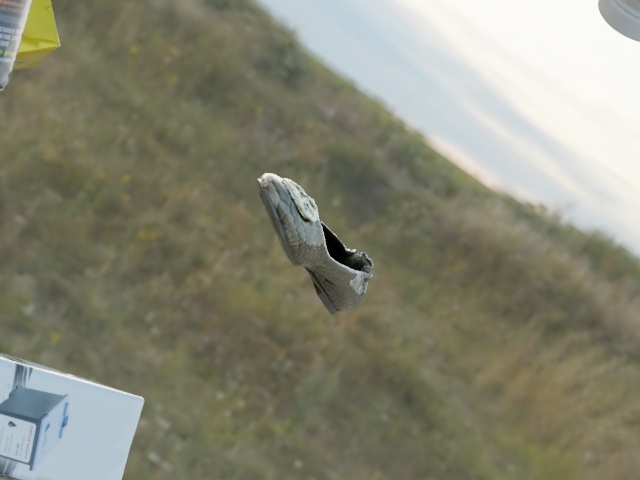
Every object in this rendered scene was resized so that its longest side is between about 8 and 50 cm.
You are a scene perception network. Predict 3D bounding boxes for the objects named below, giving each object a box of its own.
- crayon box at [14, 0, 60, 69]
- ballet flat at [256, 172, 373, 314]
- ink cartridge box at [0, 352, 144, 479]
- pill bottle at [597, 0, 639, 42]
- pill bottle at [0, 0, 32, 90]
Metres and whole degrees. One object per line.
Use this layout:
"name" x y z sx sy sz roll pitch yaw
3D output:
"crayon box" -0.453 -0.335 1.762 0.313 0.362 0.106 -11 -3 -21
"ballet flat" 0.000 0.000 1.600 0.250 0.058 0.084 56 12 -61
"ink cartridge box" -0.240 0.112 1.210 0.191 0.082 0.140 19 -6 -40
"pill bottle" 0.334 -0.279 1.676 0.108 0.180 0.108 13 44 -12
"pill bottle" -0.278 -0.250 1.404 0.130 0.245 0.130 17 8 -2
